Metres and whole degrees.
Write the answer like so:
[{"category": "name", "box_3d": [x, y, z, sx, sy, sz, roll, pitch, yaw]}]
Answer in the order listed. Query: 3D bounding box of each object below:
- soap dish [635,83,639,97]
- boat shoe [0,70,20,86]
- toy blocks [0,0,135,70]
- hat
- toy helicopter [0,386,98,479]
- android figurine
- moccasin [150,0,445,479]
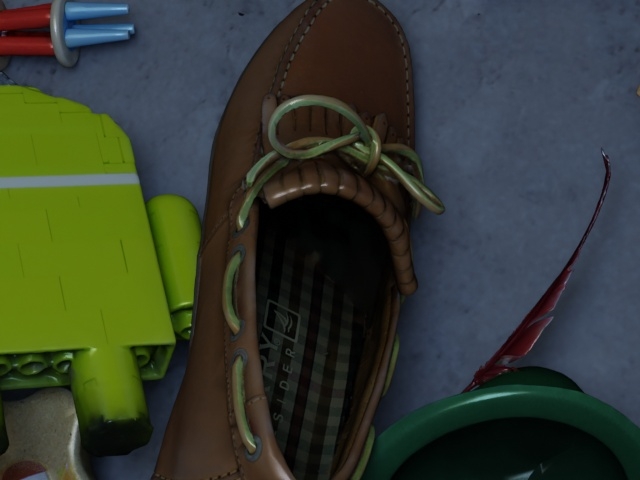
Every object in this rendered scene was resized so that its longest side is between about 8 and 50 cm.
[{"category": "soap dish", "box_3d": [0.368, -0.078, 1.072, 0.291, 0.118, 0.229, 39, 85, 21]}, {"category": "boat shoe", "box_3d": [-0.180, -0.035, 1.220, 0.183, 0.065, 0.083, 41, 84, 21]}, {"category": "toy blocks", "box_3d": [-0.199, -0.174, 1.275, 0.148, 0.054, 0.123, -2, 69, 9]}, {"category": "hat", "box_3d": [0.114, 0.096, 1.119, 0.208, 0.173, 0.183, -21, 33, 13]}, {"category": "toy helicopter", "box_3d": [-0.150, 0.206, 1.103, 0.355, 0.140, 0.235, 7, 77, 13]}, {"category": "android figurine", "box_3d": [-0.186, 0.009, 1.116, 0.248, 0.056, 0.273, -4, 53, -21]}, {"category": "moccasin", "box_3d": [-0.003, -0.002, 1.080, 0.139, 0.147, 0.380, 32, 50, -18]}]
